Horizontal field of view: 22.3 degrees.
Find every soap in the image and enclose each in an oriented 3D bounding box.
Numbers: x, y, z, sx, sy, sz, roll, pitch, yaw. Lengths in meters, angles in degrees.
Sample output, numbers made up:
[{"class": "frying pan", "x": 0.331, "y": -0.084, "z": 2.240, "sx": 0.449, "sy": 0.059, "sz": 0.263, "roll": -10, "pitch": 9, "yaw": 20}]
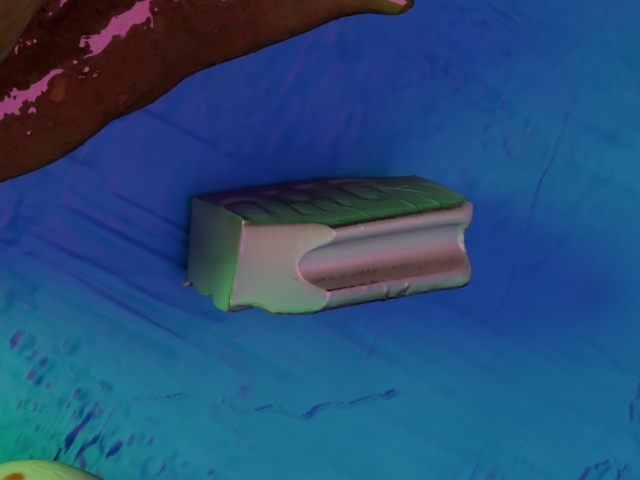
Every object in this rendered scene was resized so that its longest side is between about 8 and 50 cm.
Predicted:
[{"class": "soap", "x": 0.000, "y": 0.000, "z": 0.933, "sx": 0.149, "sy": 0.100, "sz": 0.056, "roll": -8, "pitch": 107, "yaw": -25}]

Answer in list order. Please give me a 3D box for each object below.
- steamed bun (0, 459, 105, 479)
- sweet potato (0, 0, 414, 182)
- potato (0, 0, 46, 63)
[{"class": "steamed bun", "x": -0.187, "y": 0.221, "z": 0.884, "sx": 0.177, "sy": 0.130, "sz": 0.228, "roll": 24, "pitch": 92, "yaw": -42}, {"class": "sweet potato", "x": -0.131, "y": -0.095, "z": 0.839, "sx": 0.354, "sy": 0.095, "sz": 0.106, "roll": -25, "pitch": 81, "yaw": -8}, {"class": "potato", "x": -0.214, "y": -0.138, "z": 0.713, "sx": 0.266, "sy": 0.229, "sz": 0.229, "roll": -41, "pitch": 120, "yaw": -14}]
